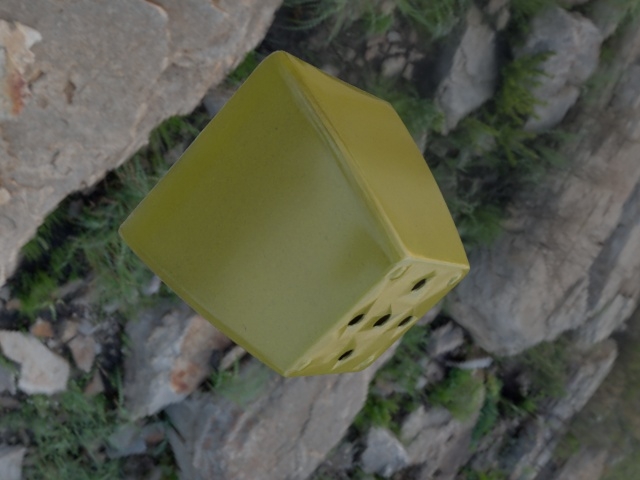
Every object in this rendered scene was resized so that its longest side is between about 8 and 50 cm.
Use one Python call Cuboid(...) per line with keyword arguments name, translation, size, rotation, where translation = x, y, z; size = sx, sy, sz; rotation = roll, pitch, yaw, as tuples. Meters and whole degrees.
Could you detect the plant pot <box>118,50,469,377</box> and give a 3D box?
Cuboid(name="plant pot", translation=(0.000, 0.000, 0.781), size=(0.212, 0.187, 0.212), rotation=(-46, 156, 19))
